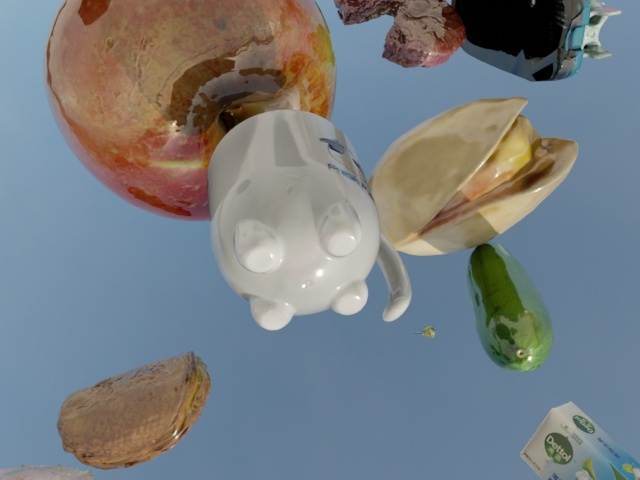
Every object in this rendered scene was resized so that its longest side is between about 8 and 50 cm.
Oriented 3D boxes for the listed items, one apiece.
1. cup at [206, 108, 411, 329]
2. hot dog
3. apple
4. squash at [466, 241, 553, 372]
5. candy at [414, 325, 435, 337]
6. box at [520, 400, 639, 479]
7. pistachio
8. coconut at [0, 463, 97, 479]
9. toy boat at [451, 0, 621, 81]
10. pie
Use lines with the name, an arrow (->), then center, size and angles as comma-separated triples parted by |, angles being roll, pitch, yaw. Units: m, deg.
cup -> -0.012, 0.003, 0.467 | 0.134, 0.174, 0.142 | -23, -142, 6
hot dog -> -0.320, 0.297, 1.041 | 0.272, 0.122, 0.196 | -20, -153, -2
apple -> -0.151, -0.189, 0.705 | 0.348, 0.348, 0.277 | -40, -124, -3
squash -> 0.224, 0.076, 0.704 | 0.082, 0.082, 0.292 | -18, -165, 14
candy -> 0.213, 0.191, 1.213 | 0.025, 0.083, 0.023 | 0, -98, -18
box -> 0.495, 0.426, 1.092 | 0.194, 0.073, 0.139 | 47, -52, 41
pistachio -> 0.176, -0.073, 0.767 | 0.299, 0.187, 0.188 | -32, -141, 56
coconut -> -0.633, 0.676, 1.216 | 0.404, 0.405, 0.405 | -11, -123, 18
toy boat -> 0.308, -0.335, 0.877 | 0.092, 0.134, 0.299 | -12, -145, -15
pie -> 0.130, -0.358, 0.931 | 0.204, 0.054, 0.219 | -20, -118, -32
